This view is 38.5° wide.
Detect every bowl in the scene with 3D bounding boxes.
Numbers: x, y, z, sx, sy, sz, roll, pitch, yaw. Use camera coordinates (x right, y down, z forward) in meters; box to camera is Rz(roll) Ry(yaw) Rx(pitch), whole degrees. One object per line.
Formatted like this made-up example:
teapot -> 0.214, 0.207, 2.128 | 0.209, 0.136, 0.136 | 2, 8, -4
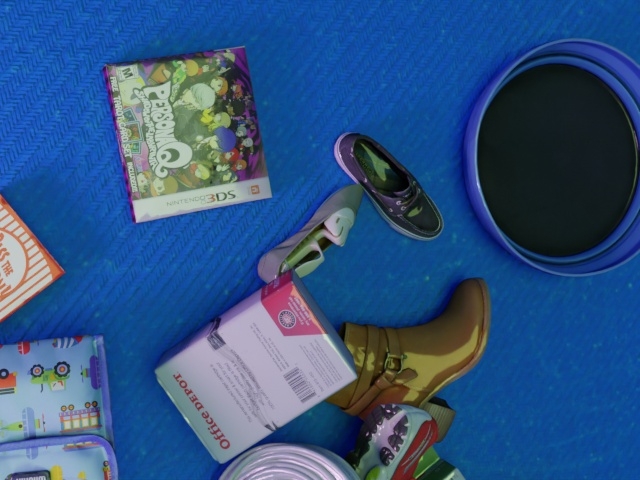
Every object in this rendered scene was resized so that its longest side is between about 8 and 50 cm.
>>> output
bowl -> 0.414, -0.135, 1.530 | 0.391, 0.077, 0.391 | 0, 91, -18

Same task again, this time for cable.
cable -> -0.042, 0.420, 1.322 | 0.257, 0.089, 0.257 | -18, 77, 19

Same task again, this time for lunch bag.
lunch bag -> -0.382, 0.288, 1.196 | 0.220, 0.138, 0.293 | -5, 70, -18

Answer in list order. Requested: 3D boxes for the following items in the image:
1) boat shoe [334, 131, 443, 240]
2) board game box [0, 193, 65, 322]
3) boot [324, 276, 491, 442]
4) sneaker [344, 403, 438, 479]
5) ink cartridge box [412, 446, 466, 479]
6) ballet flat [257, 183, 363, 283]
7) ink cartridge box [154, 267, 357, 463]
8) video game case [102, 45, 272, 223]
boat shoe -> 0.117, -0.084, 1.432 | 0.080, 0.076, 0.228 | -45, 104, -12
board game box -> -0.474, 0.046, 1.254 | 0.193, 0.045, 0.147 | -40, 103, -13
boot -> 0.132, 0.162, 1.442 | 0.220, 0.109, 0.284 | 22, 92, -14
sneaker -> 0.088, 0.370, 1.392 | 0.118, 0.107, 0.279 | 17, 116, -40
ink cartridge box -> 0.194, 0.430, 1.481 | 0.109, 0.062, 0.209 | -37, 102, -13
ballet flat -> 0.000, 0.000, 1.395 | 0.213, 0.068, 0.072 | -40, 139, -11
ink cartridge box -> -0.092, 0.180, 1.323 | 0.237, 0.100, 0.172 | -33, 100, 4
video game case -> -0.193, -0.156, 1.344 | 0.210, 0.042, 0.232 | -11, 95, -19
